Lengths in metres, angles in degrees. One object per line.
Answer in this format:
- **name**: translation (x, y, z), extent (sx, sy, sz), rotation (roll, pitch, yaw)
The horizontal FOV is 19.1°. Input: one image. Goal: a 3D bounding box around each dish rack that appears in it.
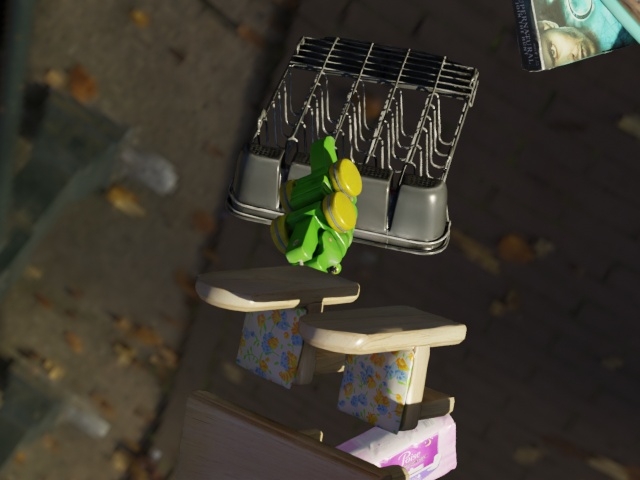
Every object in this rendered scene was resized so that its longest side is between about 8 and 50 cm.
- **dish rack**: translation (0.041, -0.104, 1.806), extent (0.208, 0.271, 0.074), rotation (12, 126, 6)

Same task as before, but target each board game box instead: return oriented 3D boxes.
- **board game box**: translation (0.199, -0.239, 1.542), extent (0.026, 0.126, 0.186), rotation (1, 106, 51)

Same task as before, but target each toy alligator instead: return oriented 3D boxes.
- **toy alligator**: translation (0.000, 0.000, 1.347), extent (0.056, 0.189, 0.051), rotation (-23, 124, 27)

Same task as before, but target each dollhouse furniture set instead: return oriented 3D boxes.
- **dollhouse furniture set**: translation (-0.001, 0.146, 0.918), extent (0.242, 0.161, 0.212), rotation (19, 106, 41)

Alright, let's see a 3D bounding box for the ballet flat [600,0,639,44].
- **ballet flat**: translation (0.163, -0.063, 0.612), extent (0.079, 0.077, 0.221), rotation (-28, 137, 27)

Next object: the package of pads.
- **package of pads**: translation (0.048, 0.143, 1.245), extent (0.032, 0.083, 0.050), rotation (46, 152, 41)
